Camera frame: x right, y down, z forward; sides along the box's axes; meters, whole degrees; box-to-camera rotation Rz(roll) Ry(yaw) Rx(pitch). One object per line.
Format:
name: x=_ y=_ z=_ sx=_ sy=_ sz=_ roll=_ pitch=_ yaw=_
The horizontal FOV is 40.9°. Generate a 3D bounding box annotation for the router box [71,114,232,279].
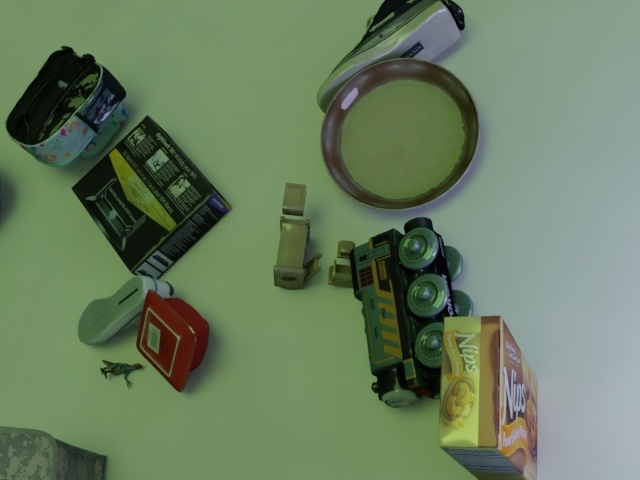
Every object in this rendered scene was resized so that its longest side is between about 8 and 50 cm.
router box: x=-0.372 y=-0.093 z=1.865 sx=0.243 sy=0.081 sz=0.309 roll=-43 pitch=56 yaw=1

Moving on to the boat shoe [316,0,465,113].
boat shoe: x=0.125 y=-0.395 z=1.772 sx=0.340 sy=0.127 sz=0.158 roll=-33 pitch=42 yaw=6

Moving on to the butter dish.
butter dish: x=-0.268 y=0.182 z=1.670 sx=0.160 sy=0.118 sz=0.160 roll=37 pitch=126 yaw=30

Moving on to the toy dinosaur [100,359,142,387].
toy dinosaur: x=-0.403 y=0.254 z=1.738 sx=0.082 sy=0.047 sz=0.090 roll=-18 pitch=47 yaw=-5

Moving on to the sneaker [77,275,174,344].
sneaker: x=-0.399 y=0.152 z=1.759 sx=0.258 sy=0.091 sz=0.094 roll=-28 pitch=60 yaw=35

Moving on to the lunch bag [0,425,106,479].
lunch bag: x=-0.531 y=0.475 z=1.542 sx=0.168 sy=0.287 sz=0.235 roll=-11 pitch=61 yaw=20

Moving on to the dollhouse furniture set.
dollhouse furniture set: x=0.000 y=0.000 z=1.662 sx=0.160 sy=0.101 sz=0.182 roll=7 pitch=67 yaw=1

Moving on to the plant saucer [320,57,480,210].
plant saucer: x=0.154 y=-0.200 z=1.660 sx=0.310 sy=0.050 sz=0.311 roll=-4 pitch=75 yaw=14

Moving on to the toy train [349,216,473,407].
toy train: x=0.158 y=0.125 z=1.489 sx=0.190 sy=0.142 sz=0.334 roll=-22 pitch=60 yaw=28

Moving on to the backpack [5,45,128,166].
backpack: x=-0.595 y=-0.294 z=1.999 sx=0.225 sy=0.191 sz=0.254 roll=26 pitch=72 yaw=35

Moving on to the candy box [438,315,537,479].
candy box: x=0.255 y=0.248 z=1.266 sx=0.087 sy=0.316 sz=0.183 roll=-5 pitch=64 yaw=22
